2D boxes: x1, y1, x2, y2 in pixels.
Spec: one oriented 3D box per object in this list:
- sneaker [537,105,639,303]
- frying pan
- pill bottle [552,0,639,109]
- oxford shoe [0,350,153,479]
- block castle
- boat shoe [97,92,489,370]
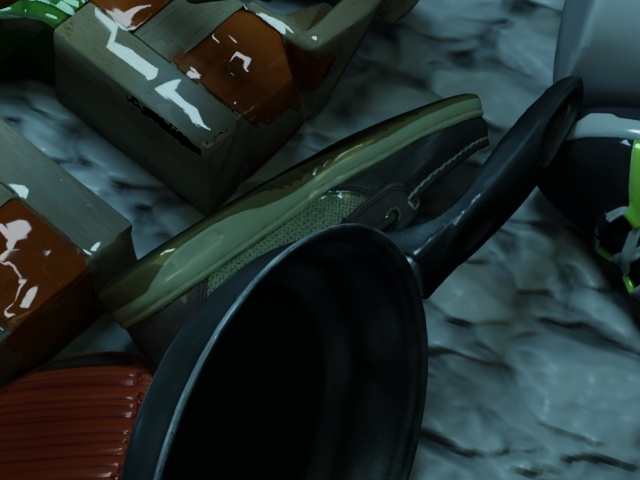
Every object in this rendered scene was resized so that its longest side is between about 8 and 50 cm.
[{"bbox_3d":[0.186,0.027,0.724,0.234,0.084,0.097,35,64,13],"label":"sneaker"},{"bbox_3d":[0.008,0.029,0.630,0.053,0.197,0.326,15,74,30],"label":"frying pan"},{"bbox_3d":[0.270,-0.107,0.766,0.283,0.161,0.161,13,59,1],"label":"pill bottle"},{"bbox_3d":[-0.114,0.151,0.613,0.096,0.098,0.271,-4,35,12],"label":"oxford shoe"},{"bbox_3d":[-0.136,-0.135,0.657,0.213,0.303,0.453,37,62,16],"label":"block castle"},{"bbox_3d":[0.000,0.000,0.730,0.223,0.080,0.073,-30,95,-33],"label":"boat shoe"}]
